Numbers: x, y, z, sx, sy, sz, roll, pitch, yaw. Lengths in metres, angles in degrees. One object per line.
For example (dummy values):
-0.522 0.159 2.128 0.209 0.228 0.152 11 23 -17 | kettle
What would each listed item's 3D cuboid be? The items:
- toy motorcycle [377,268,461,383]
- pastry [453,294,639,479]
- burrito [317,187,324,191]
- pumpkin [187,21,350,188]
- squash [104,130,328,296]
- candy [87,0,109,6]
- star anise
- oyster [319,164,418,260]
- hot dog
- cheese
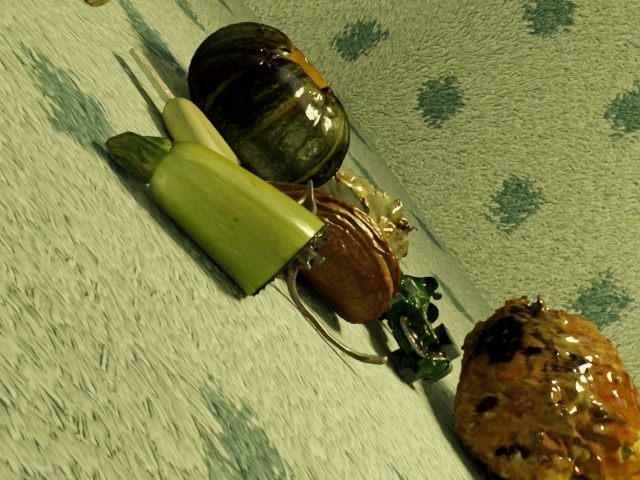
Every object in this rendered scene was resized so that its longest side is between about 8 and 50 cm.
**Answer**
0.151 0.131 2.007 0.187 0.125 0.274 50 13 -40 | toy motorcycle
0.373 0.286 1.998 0.337 0.292 0.405 26 37 -49 | pastry
0.011 -0.023 2.090 0.226 0.060 0.087 56 18 16 | burrito
-0.084 -0.224 2.006 0.320 0.192 0.320 50 7 -8 | pumpkin
-0.115 -0.042 1.391 0.287 0.137 0.137 41 13 -33 | squash
-0.330 -0.409 1.827 0.085 0.110 0.095 48 25 -24 | candy
-0.008 0.055 1.635 0.219 0.148 0.227 21 -35 24 | star anise
0.039 -0.089 2.274 0.337 0.133 0.198 48 12 -7 | oyster
0.000 0.000 1.739 0.272 0.122 0.196 46 -16 -25 | hot dog
-0.197 -0.178 1.720 0.255 0.050 0.127 55 10 19 | cheese
